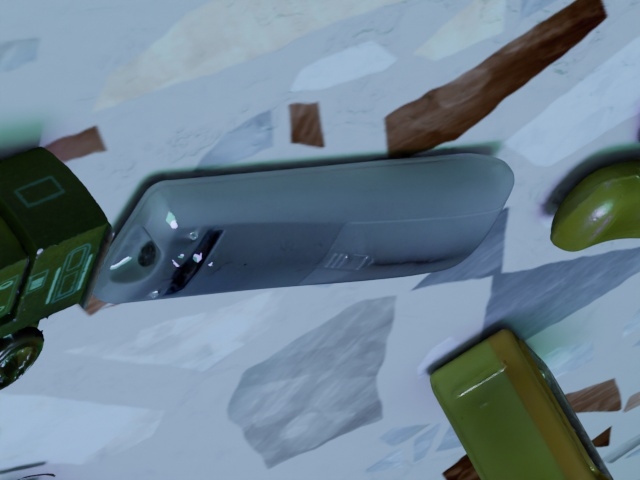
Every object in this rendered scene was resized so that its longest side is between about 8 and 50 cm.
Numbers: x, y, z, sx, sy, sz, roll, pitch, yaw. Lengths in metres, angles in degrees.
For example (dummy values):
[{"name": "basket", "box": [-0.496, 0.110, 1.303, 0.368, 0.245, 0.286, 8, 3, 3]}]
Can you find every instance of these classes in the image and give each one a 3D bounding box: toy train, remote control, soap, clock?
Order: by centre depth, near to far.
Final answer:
[{"name": "toy train", "box": [-0.228, 0.041, 1.080, 0.225, 0.090, 0.137, -27, 156, -38]}, {"name": "remote control", "box": [0.000, 0.000, 1.315, 0.313, 0.055, 0.109, -6, 146, -40]}, {"name": "soap", "box": [0.239, -0.029, 1.528, 0.140, 0.045, 0.089, -9, 145, -35]}, {"name": "clock", "box": [0.187, 0.187, 1.691, 0.096, 0.202, 0.143, -34, 156, 10]}]

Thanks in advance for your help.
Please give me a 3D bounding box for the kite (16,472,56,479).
[{"name": "kite", "box": [-0.304, 0.205, 1.426, 0.229, 0.016, 0.127, -5, 149, -37]}]
